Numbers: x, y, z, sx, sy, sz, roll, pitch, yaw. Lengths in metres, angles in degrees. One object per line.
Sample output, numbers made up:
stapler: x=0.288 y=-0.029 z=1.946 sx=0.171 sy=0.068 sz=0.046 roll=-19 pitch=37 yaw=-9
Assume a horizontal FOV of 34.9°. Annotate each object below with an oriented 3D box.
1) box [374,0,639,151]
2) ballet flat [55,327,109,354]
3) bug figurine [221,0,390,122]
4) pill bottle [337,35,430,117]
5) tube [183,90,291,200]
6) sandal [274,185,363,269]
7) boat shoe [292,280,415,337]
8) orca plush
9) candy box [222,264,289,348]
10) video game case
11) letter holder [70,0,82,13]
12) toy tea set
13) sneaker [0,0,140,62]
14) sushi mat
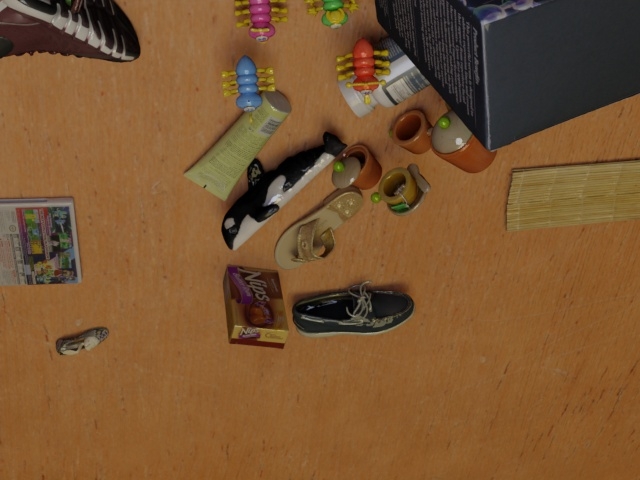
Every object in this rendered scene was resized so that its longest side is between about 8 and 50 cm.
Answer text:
box: x=0.275 y=-0.356 z=1.459 sx=0.293 sy=0.395 sz=0.212 roll=-21 pitch=134 yaw=-9
ballet flat: x=-0.490 y=0.214 z=2.094 sx=0.114 sy=0.041 sz=0.041 roll=-16 pitch=131 yaw=3
bug figurine: x=-0.030 y=-0.311 z=1.629 sx=0.279 sy=0.072 sz=0.216 roll=-9 pitch=93 yaw=1
pill bottle: x=0.123 y=-0.288 z=1.720 sx=0.180 sy=0.108 sz=0.108 roll=-29 pitch=129 yaw=16
tube: x=-0.145 y=-0.170 z=1.814 sx=0.240 sy=0.070 sz=0.062 roll=-47 pitch=161 yaw=31
sandal: x=-0.005 y=-0.003 z=1.964 sx=0.088 sy=0.079 sz=0.240 roll=29 pitch=120 yaw=-30
boat shoe: x=0.068 y=0.139 z=2.096 sx=0.254 sy=0.095 sz=0.079 roll=-4 pitch=143 yaw=6
orca plush: x=-0.090 y=-0.110 z=1.845 sx=0.102 sy=0.151 sz=0.287 roll=47 pitch=117 yaw=-4
candy box: x=-0.128 y=0.128 z=1.984 sx=0.109 sy=0.187 sz=0.053 roll=8 pitch=126 yaw=-15
video game case: x=-0.549 y=0.004 z=1.913 sx=0.183 sy=0.023 sz=0.201 roll=-2 pitch=130 yaw=-8
letter holder: x=-0.364 y=-0.466 z=1.349 sx=0.152 sy=0.302 sz=0.214 roll=12 pitch=128 yaw=-19
toy tea set: x=0.155 y=-0.167 z=1.775 sx=0.336 sy=0.200 sz=0.124 roll=-32 pitch=137 yaw=24
sneaker: x=-0.421 y=-0.323 z=1.572 sx=0.162 sy=0.106 sz=0.281 roll=-25 pitch=157 yaw=25
sushi mat: x=0.523 y=-0.091 z=2.019 sx=0.316 sy=0.019 sz=0.151 roll=-5 pitch=132 yaw=-5
